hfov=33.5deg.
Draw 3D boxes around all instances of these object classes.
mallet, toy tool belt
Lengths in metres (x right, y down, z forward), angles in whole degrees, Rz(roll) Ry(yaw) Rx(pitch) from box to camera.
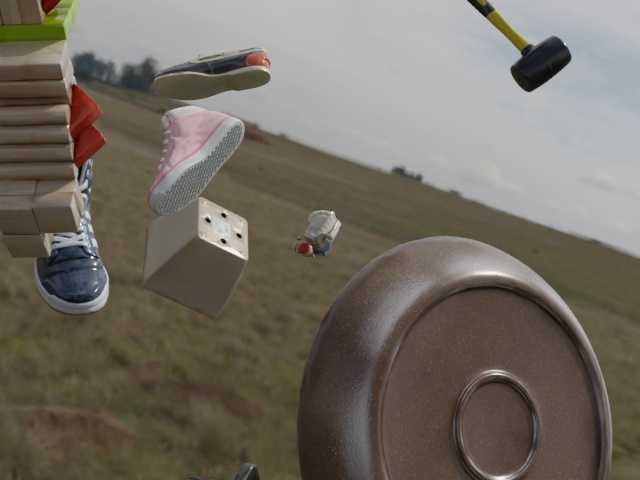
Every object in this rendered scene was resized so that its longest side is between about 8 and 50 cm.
[{"bbox_3d":[0.185,-0.237,1.163,0.190,0.062,0.039,43,-8,17],"label":"mallet"},{"bbox_3d":[0.000,0.000,1.540,0.052,0.083,0.051,9,-34,33],"label":"toy tool belt"}]

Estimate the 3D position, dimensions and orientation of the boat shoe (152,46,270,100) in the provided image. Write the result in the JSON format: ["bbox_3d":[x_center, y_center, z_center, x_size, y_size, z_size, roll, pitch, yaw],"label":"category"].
[{"bbox_3d":[-0.126,-0.196,1.227,0.137,0.043,0.049,-9,-29,0],"label":"boat shoe"}]

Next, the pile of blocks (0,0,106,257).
[{"bbox_3d":[-0.285,-0.163,1.130,0.113,0.362,0.149,-1,15,1],"label":"pile of blocks"}]

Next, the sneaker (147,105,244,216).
[{"bbox_3d":[-0.140,-0.082,1.036,0.070,0.134,0.051,27,-32,20],"label":"sneaker"}]

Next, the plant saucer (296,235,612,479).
[{"bbox_3d":[0.125,0.146,0.825,0.311,0.310,0.050,18,-18,-28],"label":"plant saucer"}]

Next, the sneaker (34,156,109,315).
[{"bbox_3d":[-0.358,-0.030,1.500,0.099,0.153,0.282,-4,38,-18],"label":"sneaker"}]

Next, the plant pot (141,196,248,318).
[{"bbox_3d":[-0.146,0.013,1.313,0.109,0.096,0.109,28,36,-28],"label":"plant pot"}]

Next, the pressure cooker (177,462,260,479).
[{"bbox_3d":[-0.106,0.501,1.325,0.421,0.375,0.370,13,8,17],"label":"pressure cooker"}]
